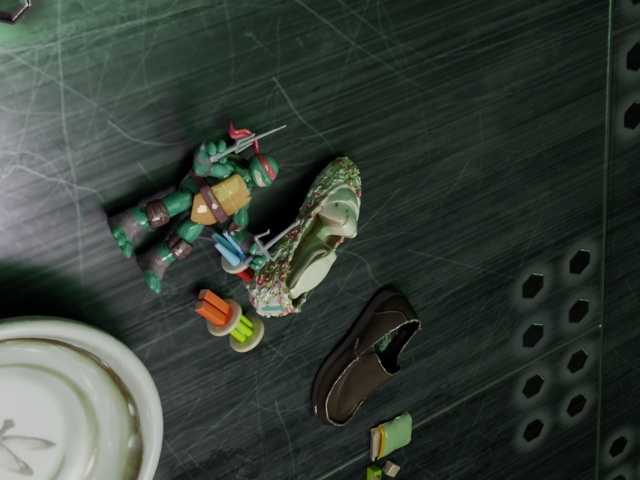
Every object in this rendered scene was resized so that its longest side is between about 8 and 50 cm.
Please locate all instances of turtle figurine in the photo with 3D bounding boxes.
[{"bbox_3d":[-0.121,-0.041,1.389,0.234,0.118,0.175,-31,116,1],"label":"turtle figurine"}]

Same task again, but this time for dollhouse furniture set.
[{"bbox_3d":[0.118,0.346,1.828,0.076,0.058,0.151,-17,124,-29],"label":"dollhouse furniture set"}]

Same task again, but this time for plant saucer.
[{"bbox_3d":[-0.380,0.248,1.371,0.401,0.100,0.400,-17,123,-28],"label":"plant saucer"}]

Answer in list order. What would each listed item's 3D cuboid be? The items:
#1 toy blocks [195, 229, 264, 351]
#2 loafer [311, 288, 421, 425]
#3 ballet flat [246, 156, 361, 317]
[{"bbox_3d":[-0.110,0.059,1.496,0.123,0.054,0.148,-49,133,-4],"label":"toy blocks"},{"bbox_3d":[0.065,0.173,1.675,0.080,0.078,0.220,23,100,-42],"label":"loafer"},{"bbox_3d":[0.000,0.000,1.485,0.091,0.077,0.241,49,65,-39],"label":"ballet flat"}]
